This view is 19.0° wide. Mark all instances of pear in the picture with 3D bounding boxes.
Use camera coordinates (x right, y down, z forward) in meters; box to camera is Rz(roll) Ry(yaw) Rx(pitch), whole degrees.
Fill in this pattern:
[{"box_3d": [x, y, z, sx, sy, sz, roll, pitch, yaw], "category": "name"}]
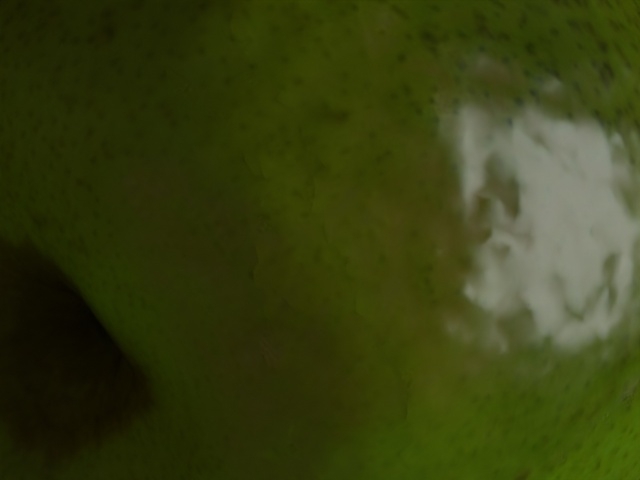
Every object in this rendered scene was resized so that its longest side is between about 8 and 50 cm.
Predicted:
[{"box_3d": [0.000, 0.000, 0.819, 0.391, 0.391, 0.391, -7, 90, -80], "category": "pear"}]
